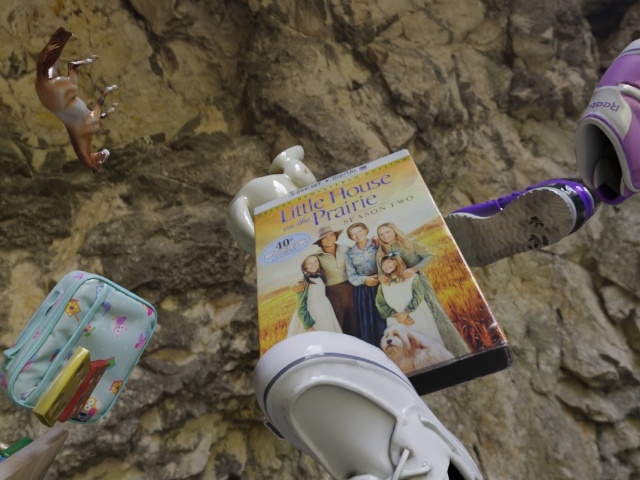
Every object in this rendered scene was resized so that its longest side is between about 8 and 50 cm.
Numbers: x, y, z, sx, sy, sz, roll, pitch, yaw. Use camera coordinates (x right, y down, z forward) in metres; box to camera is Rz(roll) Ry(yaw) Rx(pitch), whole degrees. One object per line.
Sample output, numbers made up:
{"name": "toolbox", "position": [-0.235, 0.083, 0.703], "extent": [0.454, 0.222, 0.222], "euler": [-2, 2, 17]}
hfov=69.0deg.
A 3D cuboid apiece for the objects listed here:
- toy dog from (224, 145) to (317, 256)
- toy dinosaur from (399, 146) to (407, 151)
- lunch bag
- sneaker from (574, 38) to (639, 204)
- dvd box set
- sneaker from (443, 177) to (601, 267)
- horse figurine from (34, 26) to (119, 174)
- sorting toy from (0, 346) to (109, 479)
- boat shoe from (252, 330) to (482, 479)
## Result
{"name": "toy dog", "position": [0.000, 0.000, 1.106], "extent": [0.285, 0.407, 0.395], "euler": [-50, 0, 7]}
{"name": "toy dinosaur", "position": [0.217, -0.223, 1.304], "extent": [0.082, 0.047, 0.090], "euler": [-10, -10, -45]}
{"name": "lunch bag", "position": [-0.476, 0.213, 0.921], "extent": [0.224, 0.107, 0.279], "euler": [50, -123, -46]}
{"name": "sneaker", "position": [0.405, -0.082, 0.573], "extent": [0.282, 0.102, 0.161], "euler": [40, -99, -20]}
{"name": "dvd box set", "position": [0.051, 0.045, 0.700], "extent": [0.307, 0.421, 0.062], "euler": [-20, -48, 8]}
{"name": "sneaker", "position": [0.330, -0.033, 0.778], "extent": [0.146, 0.102, 0.293], "euler": [-23, 2, -25]}
{"name": "horse figurine", "position": [-0.477, -0.278, 0.911], "extent": [0.263, 0.066, 0.175], "euler": [80, -152, -59]}
{"name": "sorting toy", "position": [-0.241, 0.189, 0.313], "extent": [0.275, 0.046, 0.132], "euler": [-63, 6, -13]}
{"name": "boat shoe", "position": [0.057, 0.170, 0.357], "extent": [0.096, 0.088, 0.268], "euler": [-40, -61, 1]}
